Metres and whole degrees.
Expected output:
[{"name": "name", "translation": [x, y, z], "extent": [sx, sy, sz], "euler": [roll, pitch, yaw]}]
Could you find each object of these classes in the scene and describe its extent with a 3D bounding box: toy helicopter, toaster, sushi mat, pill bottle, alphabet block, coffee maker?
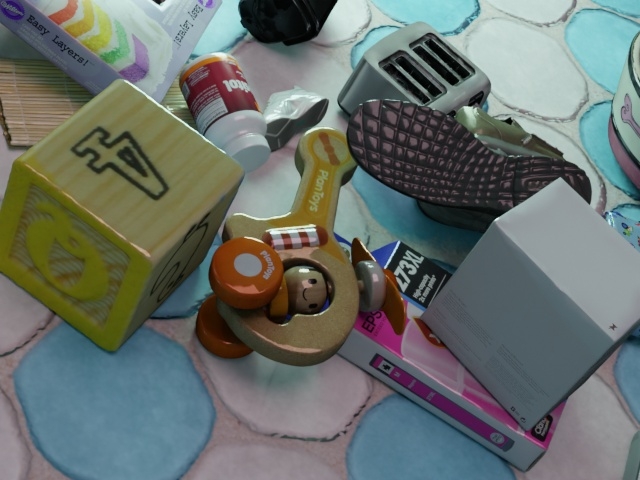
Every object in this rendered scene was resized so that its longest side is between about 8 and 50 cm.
[{"name": "toy helicopter", "translation": [0.000, 0.000, 1.578], "extent": [0.235, 0.140, 0.355], "euler": [16, 51, -3]}, {"name": "toaster", "translation": [0.132, -0.213, 1.872], "extent": [0.186, 0.110, 0.168], "euler": [44, 47, 13]}, {"name": "sushi mat", "translation": [-0.269, -0.182, 1.711], "extent": [0.316, 0.019, 0.151], "euler": [-3, 56, -28]}, {"name": "pill bottle", "translation": [-0.122, -0.164, 1.699], "extent": [0.086, 0.086, 0.152], "euler": [-9, 60, -32]}, {"name": "alphabet block", "translation": [-0.234, -0.030, 1.486], "extent": [0.193, 0.192, 0.197], "euler": [35, 47, 6]}, {"name": "coffee maker", "translation": [-0.019, -0.382, 1.896], "extent": [0.120, 0.171, 0.178], "euler": [40, 46, -14]}]

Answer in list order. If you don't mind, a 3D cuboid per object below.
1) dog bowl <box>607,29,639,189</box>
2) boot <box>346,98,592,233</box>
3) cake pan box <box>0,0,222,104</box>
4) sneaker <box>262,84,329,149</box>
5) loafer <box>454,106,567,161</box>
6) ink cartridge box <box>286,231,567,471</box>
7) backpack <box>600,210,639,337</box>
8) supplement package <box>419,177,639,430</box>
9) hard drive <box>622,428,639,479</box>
[{"name": "dog bowl", "translation": [0.633, -0.162, 2.027], "extent": [0.408, 0.150, 0.408], "euler": [14, 43, -13]}, {"name": "boot", "translation": [0.164, -0.071, 1.708], "extent": [0.338, 0.223, 0.118], "euler": [21, 78, -12]}, {"name": "cake pan box", "translation": [-0.275, -0.312, 1.714], "extent": [0.246, 0.070, 0.267], "euler": [41, 43, -16]}, {"name": "sneaker", "translation": [-0.056, -0.170, 1.791], "extent": [0.061, 0.053, 0.152], "euler": [33, 41, 23]}, {"name": "loafer", "translation": [0.273, -0.134, 1.838], "extent": [0.251, 0.094, 0.087], "euler": [16, 59, -50]}, {"name": "ink cartridge box", "translation": [0.142, 0.121, 1.638], "extent": [0.371, 0.069, 0.176], "euler": [31, 46, 3]}, {"name": "backpack", "translation": [0.445, 0.056, 1.803], "extent": [0.173, 0.117, 0.158], "euler": [21, 48, -13]}, {"name": "supplement package", "translation": [0.267, 0.075, 1.552], "extent": [0.194, 0.203, 0.149], "euler": [47, 47, 14]}, {"name": "hard drive", "translation": [0.529, 0.401, 1.606], "extent": [0.353, 0.047, 0.233], "euler": [29, 46, -1]}]
